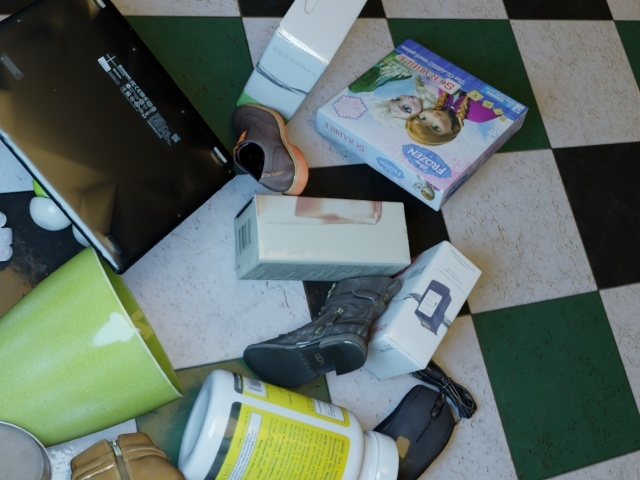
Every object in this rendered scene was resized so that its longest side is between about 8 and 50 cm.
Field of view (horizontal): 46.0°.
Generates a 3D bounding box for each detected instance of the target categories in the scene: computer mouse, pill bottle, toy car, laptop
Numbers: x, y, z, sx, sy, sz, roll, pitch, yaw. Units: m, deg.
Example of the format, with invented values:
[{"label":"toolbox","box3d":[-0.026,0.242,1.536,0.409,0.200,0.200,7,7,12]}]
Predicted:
[{"label":"computer mouse","box3d":[0.181,0.343,1.410,0.188,0.072,0.272,43,62,-4]},{"label":"pill bottle","box3d":[-0.050,0.348,1.247,0.334,0.188,0.188,21,65,-14]},{"label":"toy car","box3d":[-0.397,-0.087,1.286,0.182,0.136,0.159,25,64,-13]},{"label":"laptop","box3d":[-0.340,-0.199,1.240,0.382,0.236,0.408,52,58,-13]}]

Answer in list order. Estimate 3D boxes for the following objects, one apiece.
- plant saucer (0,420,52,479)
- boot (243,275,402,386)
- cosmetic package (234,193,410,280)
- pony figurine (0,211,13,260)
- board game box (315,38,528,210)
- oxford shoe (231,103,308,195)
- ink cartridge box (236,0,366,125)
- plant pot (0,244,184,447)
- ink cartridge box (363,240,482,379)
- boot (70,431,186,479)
[{"label":"plant saucer","box3d":[-0.455,0.313,1.039,0.168,0.029,0.168,-3,109,-9]},{"label":"boot","box3d":[0.008,0.153,1.377,0.229,0.263,0.091,-63,138,-54]},{"label":"cosmetic package","box3d":[0.000,0.000,1.413,0.296,0.153,0.129,3,72,-23]},{"label":"pony figurine","box3d":[-0.631,-0.115,1.119,0.351,0.363,0.302,-9,67,-41]},{"label":"board game box","box3d":[0.212,-0.253,1.572,0.319,0.066,0.318,35,59,19]},{"label":"oxford shoe","box3d":[-0.118,-0.183,1.397,0.098,0.097,0.271,5,31,-35]},{"label":"ink cartridge box","box3d":[-0.040,-0.364,1.454,0.115,0.273,0.198,32,63,-9]},{"label":"plant pot","box3d":[-0.402,0.194,1.138,0.293,0.275,0.274,-30,85,-10]},{"label":"ink cartridge box","box3d":[0.173,0.135,1.422,0.100,0.172,0.237,41,62,-7]},{"label":"boot","box3d":[-0.334,0.378,1.087,0.283,0.220,0.109,-14,122,-28]}]
